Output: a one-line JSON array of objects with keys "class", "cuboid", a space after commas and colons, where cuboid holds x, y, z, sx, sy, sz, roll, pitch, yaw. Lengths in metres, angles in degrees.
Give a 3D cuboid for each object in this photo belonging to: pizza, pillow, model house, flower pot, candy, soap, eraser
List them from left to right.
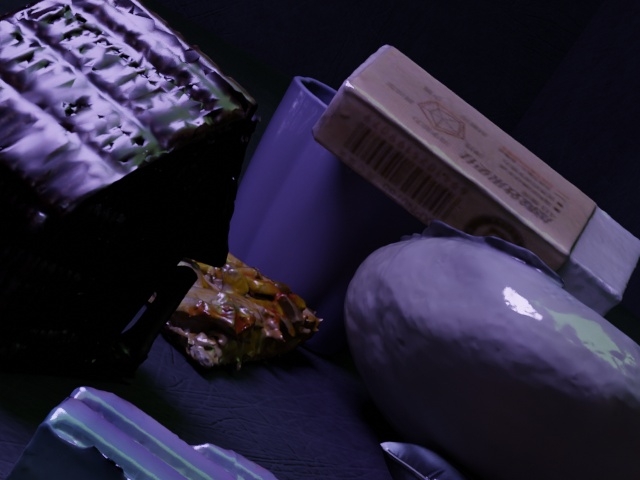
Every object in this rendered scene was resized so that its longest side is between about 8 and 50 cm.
[{"class": "model house", "cuboid": [-0.223, -0.079, 1.313, 0.317, 0.282, 0.297, 37, 11, 12]}, {"class": "pizza", "cuboid": [-0.133, 0.032, 1.694, 0.251, 0.074, 0.288, 34, 8, 11]}, {"class": "soap", "cuboid": [-0.042, 0.219, 1.009, 0.324, 0.109, 0.193, 35, 10, -1]}, {"class": "flower pot", "cuboid": [0.021, -0.013, 1.904, 0.265, 0.243, 0.265, 31, 10, -6]}, {"class": "pillow", "cuboid": [0.114, 0.235, 1.589, 0.136, 0.055, 0.091, 37, 29, 22]}, {"class": "eraser", "cuboid": [0.162, -0.052, 1.717, 0.343, 0.078, 0.144, 38, 32, 3]}, {"class": "candy", "cuboid": [0.189, 0.149, 1.638, 0.386, 0.186, 0.427, 38, -17, -1]}]
